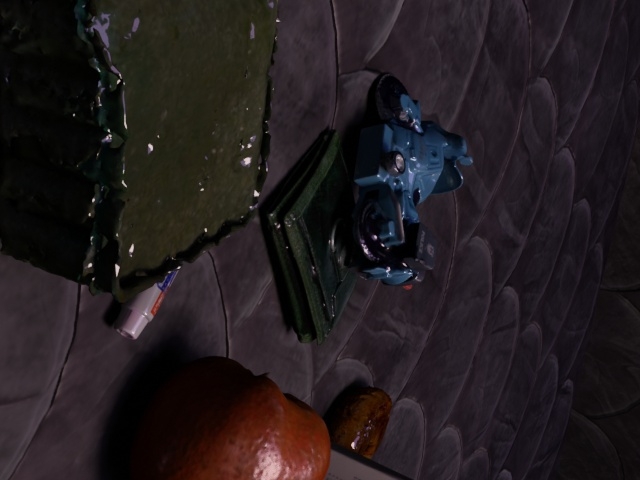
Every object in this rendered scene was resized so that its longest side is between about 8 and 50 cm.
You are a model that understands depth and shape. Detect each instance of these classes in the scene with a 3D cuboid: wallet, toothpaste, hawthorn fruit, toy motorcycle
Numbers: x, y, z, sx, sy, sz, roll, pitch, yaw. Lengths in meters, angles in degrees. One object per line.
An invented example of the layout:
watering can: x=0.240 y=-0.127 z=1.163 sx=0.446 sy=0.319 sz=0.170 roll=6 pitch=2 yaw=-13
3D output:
wallet: x=0.002 y=0.001 z=1.339 sx=0.236 sy=0.055 sz=0.160 roll=80 pitch=32 yaw=-47
toothpaste: x=-0.139 y=-0.003 z=1.076 sx=0.218 sy=0.033 sz=0.052 roll=-64 pitch=159 yaw=-23
hawthorn fruit: x=-0.109 y=0.235 z=1.132 sx=0.225 sy=0.197 sz=0.196 roll=-55 pitch=152 yaw=-15
toy motorcycle: x=0.105 y=-0.062 z=1.386 sx=0.182 sy=0.124 sz=0.272 roll=38 pitch=52 yaw=-43

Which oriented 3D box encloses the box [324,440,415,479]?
box: x=0.057 y=0.395 z=1.445 sx=0.200 sy=0.300 sz=0.106 roll=-67 pitch=154 yaw=-5

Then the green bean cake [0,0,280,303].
green bean cake: x=-0.140 y=-0.105 z=0.876 sx=0.241 sy=0.132 sz=0.255 roll=-34 pitch=136 yaw=-52

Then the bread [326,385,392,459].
bread: x=0.045 y=0.301 z=1.641 sx=0.193 sy=0.064 sz=0.193 roll=-53 pitch=157 yaw=-35
